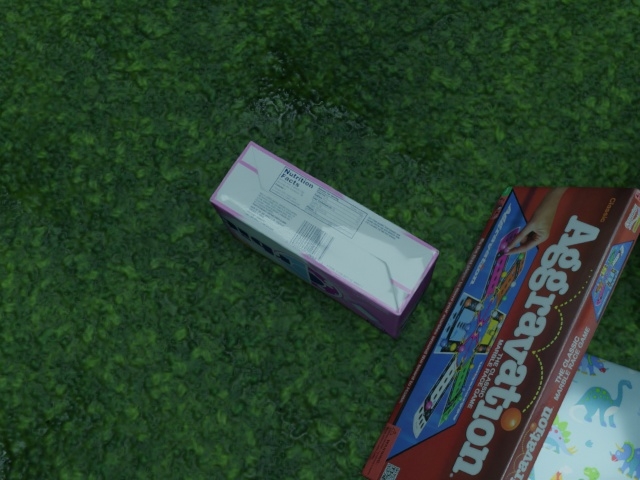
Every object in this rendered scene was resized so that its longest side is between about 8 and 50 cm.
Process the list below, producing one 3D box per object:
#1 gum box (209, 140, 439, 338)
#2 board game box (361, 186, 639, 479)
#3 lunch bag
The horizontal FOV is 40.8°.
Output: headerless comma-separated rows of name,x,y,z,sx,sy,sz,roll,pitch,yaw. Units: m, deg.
gum box,0.000,0.000,0.720,0.188,0.107,0.062,31,78,11
board game box,0.143,0.082,0.678,0.027,0.145,0.281,36,75,-29
lunch bag,0.209,0.174,0.665,0.128,0.096,0.151,17,66,8
